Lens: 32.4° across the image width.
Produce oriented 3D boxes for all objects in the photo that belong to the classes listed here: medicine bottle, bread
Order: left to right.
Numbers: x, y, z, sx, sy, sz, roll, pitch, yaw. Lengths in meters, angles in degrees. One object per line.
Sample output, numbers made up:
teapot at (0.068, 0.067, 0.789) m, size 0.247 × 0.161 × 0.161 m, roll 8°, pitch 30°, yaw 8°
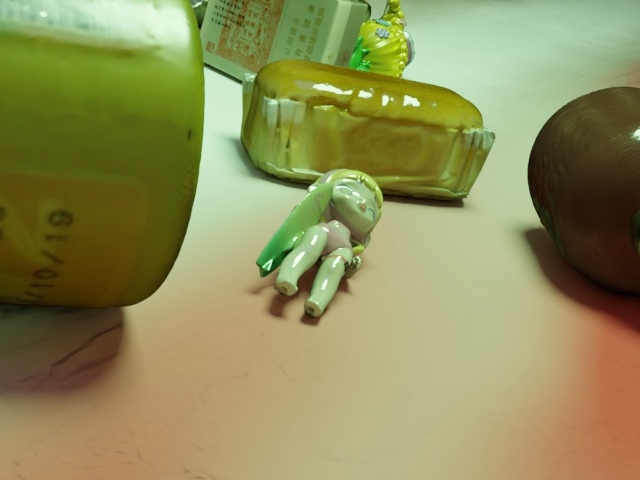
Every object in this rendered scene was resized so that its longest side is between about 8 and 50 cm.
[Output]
medicine bottle at (-0.280, -0.077, 0.652) m, size 0.384 × 0.224 × 0.224 m, roll 4°, pitch 24°, yaw -25°
bread at (0.044, -0.115, 1.112) m, size 0.241 × 0.107 × 0.136 m, roll 7°, pitch 20°, yaw -19°

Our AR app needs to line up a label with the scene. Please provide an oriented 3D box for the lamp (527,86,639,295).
lamp at (0.287, -0.044, 1.022) m, size 0.180 × 0.180 × 0.258 m, roll 12°, pitch 20°, yaw -7°

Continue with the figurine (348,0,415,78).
figurine at (0.075, -0.269, 1.492) m, size 0.095 × 0.115 × 0.156 m, roll 14°, pitch 21°, yaw 27°

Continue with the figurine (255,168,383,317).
figurine at (0.000, 0.000, 0.873) m, size 0.083 × 0.083 × 0.187 m, roll 16°, pitch 34°, yaw 4°

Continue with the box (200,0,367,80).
box at (-0.052, -0.252, 1.332) m, size 0.201 × 0.141 × 0.058 m, roll 31°, pitch 22°, yaw 33°

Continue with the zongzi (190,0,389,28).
zongzi at (-0.058, -0.305, 1.542) m, size 0.248 × 0.111 × 0.241 m, roll 26°, pitch 41°, yaw 10°
